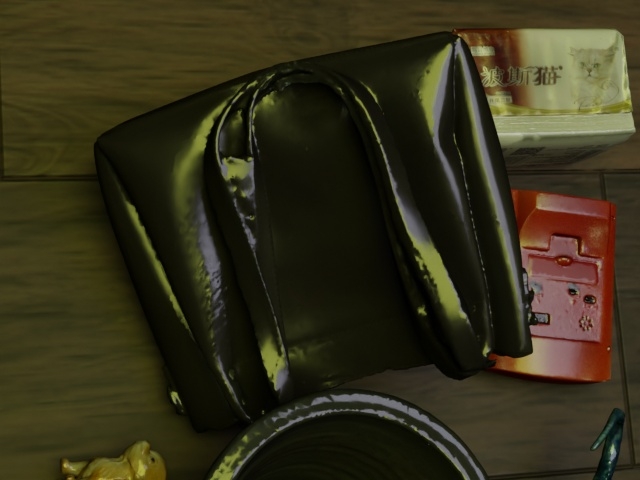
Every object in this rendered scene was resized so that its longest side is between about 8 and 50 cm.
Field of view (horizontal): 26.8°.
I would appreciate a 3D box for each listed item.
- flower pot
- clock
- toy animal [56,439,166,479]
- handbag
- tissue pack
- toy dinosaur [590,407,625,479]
[{"bbox_3d":[-0.001,0.228,0.942,0.235,0.148,0.235,5,75,-21],"label":"flower pot"},{"bbox_3d":[0.188,0.038,1.085,0.113,0.061,0.155,7,80,-16],"label":"clock"},{"bbox_3d":[-0.146,0.180,0.961,0.083,0.060,0.081,1,104,-19],"label":"toy animal"},{"bbox_3d":[0.000,0.000,0.969,0.286,0.113,0.256,-15,93,6],"label":"handbag"},{"bbox_3d":[0.158,-0.114,1.078,0.149,0.106,0.099,-3,81,-18],"label":"tissue pack"},{"bbox_3d":[0.167,0.305,0.989,0.077,0.147,0.362,22,67,-14],"label":"toy dinosaur"}]
